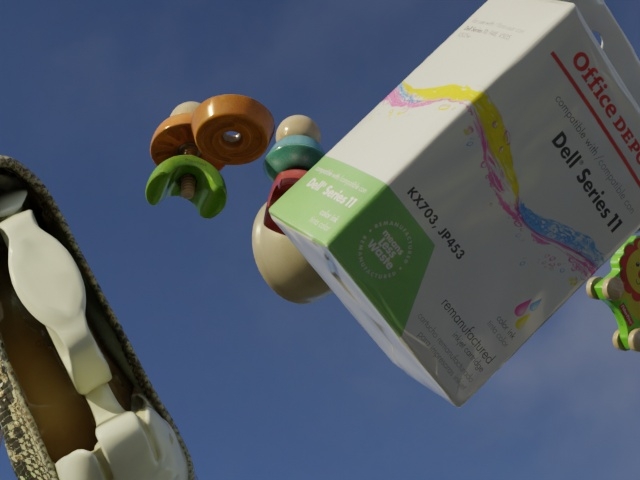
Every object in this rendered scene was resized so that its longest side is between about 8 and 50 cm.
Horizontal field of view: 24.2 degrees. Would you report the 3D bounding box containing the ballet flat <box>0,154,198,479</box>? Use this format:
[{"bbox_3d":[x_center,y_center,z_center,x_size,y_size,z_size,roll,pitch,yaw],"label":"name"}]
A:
[{"bbox_3d":[-0.235,0.134,1.426,0.164,0.483,0.182,-25,-6,-25],"label":"ballet flat"}]

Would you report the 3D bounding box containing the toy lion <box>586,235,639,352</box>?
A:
[{"bbox_3d":[0.321,0.049,1.502,0.034,0.096,0.100,-3,-61,61],"label":"toy lion"}]

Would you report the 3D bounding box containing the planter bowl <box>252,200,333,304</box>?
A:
[{"bbox_3d":[0.000,0.000,2.097,0.162,0.162,0.109,35,-36,-30],"label":"planter bowl"}]

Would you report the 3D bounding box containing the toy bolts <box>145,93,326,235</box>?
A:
[{"bbox_3d":[-0.085,-0.130,1.876,0.228,0.159,0.218,17,-43,-17],"label":"toy bolts"}]

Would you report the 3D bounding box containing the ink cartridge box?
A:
[{"bbox_3d":[0.160,-0.062,1.248,0.207,0.353,0.119,50,-10,-27],"label":"ink cartridge box"}]

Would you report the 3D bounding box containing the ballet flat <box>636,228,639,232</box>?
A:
[{"bbox_3d":[0.258,-0.077,1.412,0.068,0.213,0.072,-19,-49,-20],"label":"ballet flat"}]

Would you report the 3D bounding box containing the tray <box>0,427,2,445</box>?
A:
[{"bbox_3d":[-0.604,0.322,2.199,0.076,0.411,0.203,21,-66,14],"label":"tray"}]
